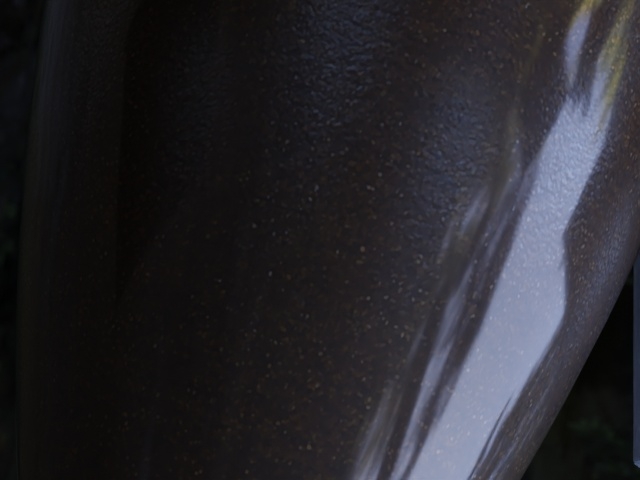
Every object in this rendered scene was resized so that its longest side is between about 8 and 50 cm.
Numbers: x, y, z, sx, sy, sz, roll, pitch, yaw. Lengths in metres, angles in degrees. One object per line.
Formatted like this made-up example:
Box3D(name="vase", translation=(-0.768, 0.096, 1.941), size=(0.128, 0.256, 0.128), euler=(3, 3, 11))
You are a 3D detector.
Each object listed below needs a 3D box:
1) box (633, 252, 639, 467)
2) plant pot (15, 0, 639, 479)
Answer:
Box3D(name="box", translation=(0.243, -0.033, 0.664), size=(0.231, 0.127, 0.262), euler=(-14, -124, 34))
Box3D(name="plant pot", translation=(0.000, 0.000, 0.539), size=(0.215, 0.215, 0.230), euler=(118, -12, -64))
